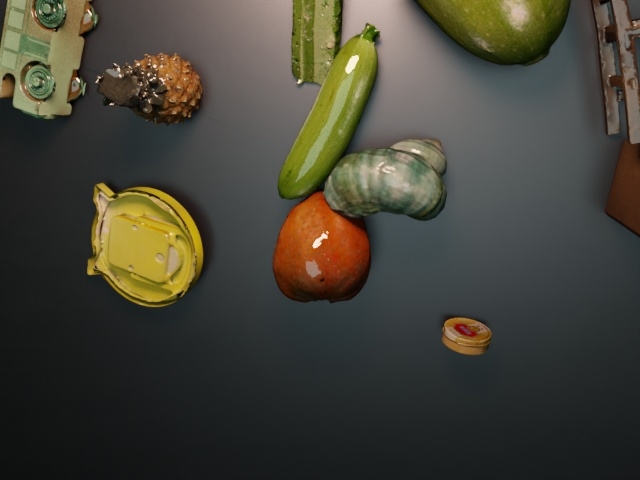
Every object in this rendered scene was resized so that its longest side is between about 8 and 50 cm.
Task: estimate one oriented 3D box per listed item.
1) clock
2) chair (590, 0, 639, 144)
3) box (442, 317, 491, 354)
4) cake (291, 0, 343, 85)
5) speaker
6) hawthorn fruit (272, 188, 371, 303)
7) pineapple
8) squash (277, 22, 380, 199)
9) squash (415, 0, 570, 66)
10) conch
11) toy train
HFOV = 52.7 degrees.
[{"bbox_3d":[-0.396,0.011,1.481,0.293,0.071,0.277,25,114,13],"label":"clock"},{"bbox_3d":[0.632,-0.411,1.170,0.240,0.203,0.416,-10,103,15],"label":"chair"},{"bbox_3d":[0.318,0.208,1.408,0.105,0.105,0.037,9,112,6],"label":"box"},{"bbox_3d":[-0.004,-0.447,1.336,0.100,0.099,0.235,7,126,6],"label":"cake"},{"bbox_3d":[0.662,-0.091,1.221,0.153,0.231,0.193,10,104,6],"label":"speaker"},{"bbox_3d":[0.000,0.000,1.367,0.210,0.210,0.263,-5,77,9],"label":"hawthorn fruit"},{"bbox_3d":[-0.344,-0.308,1.292,0.157,0.279,0.158,2,101,10],"label":"pineapple"},{"bbox_3d":[0.027,-0.254,1.333,0.107,0.107,0.395,26,99,1],"label":"squash"},{"bbox_3d":[0.336,-0.479,1.169,0.309,0.310,0.310,41,106,-18],"label":"squash"},{"bbox_3d":[0.156,-0.121,1.308,0.277,0.220,0.195,-40,132,-19],"label":"conch"},{"bbox_3d":[-0.585,-0.425,1.378,0.159,0.129,0.327,20,106,9],"label":"toy train"}]
